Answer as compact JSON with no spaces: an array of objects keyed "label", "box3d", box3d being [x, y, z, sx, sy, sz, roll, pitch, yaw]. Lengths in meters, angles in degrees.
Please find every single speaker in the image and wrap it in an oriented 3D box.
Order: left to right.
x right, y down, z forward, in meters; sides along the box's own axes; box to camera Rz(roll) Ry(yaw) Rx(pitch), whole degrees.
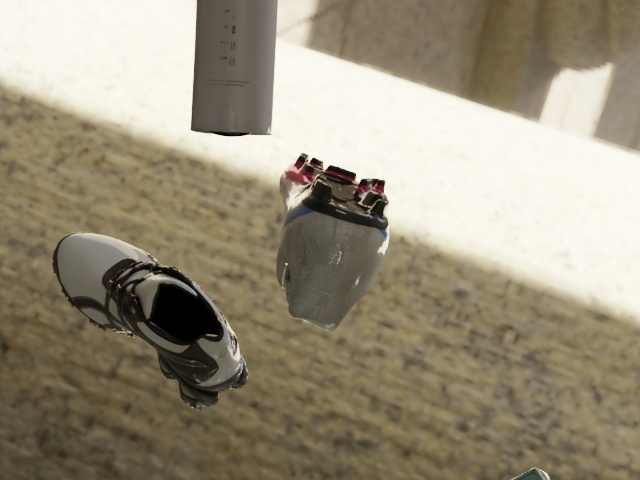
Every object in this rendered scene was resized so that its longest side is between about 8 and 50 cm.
[{"label":"speaker","box3d":[-0.056,-0.135,0.937,0.055,0.055,0.136,-2,95,-68]}]

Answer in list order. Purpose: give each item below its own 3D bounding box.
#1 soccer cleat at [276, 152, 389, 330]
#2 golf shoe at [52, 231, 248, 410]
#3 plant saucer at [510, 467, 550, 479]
[{"label":"soccer cleat","box3d":[0.000,0.000,1.409,0.331,0.116,0.143,-86,-165,-82]},{"label":"golf shoe","box3d":[-0.133,0.040,1.112,0.077,0.198,0.094,-43,156,-28]},{"label":"plant saucer","box3d":[0.199,0.260,1.305,0.018,0.067,0.192,62,1,-14]}]
